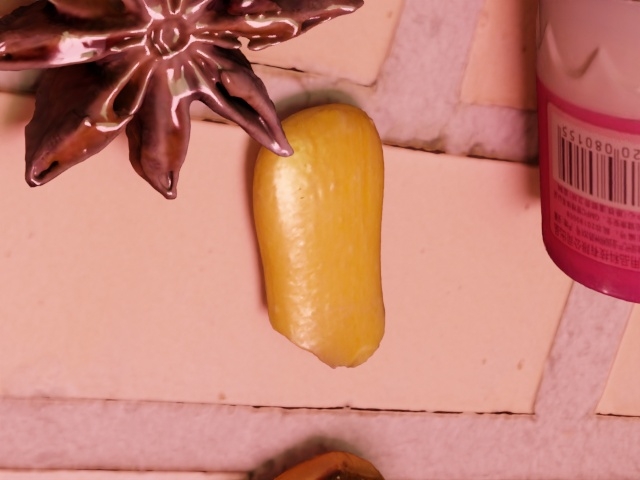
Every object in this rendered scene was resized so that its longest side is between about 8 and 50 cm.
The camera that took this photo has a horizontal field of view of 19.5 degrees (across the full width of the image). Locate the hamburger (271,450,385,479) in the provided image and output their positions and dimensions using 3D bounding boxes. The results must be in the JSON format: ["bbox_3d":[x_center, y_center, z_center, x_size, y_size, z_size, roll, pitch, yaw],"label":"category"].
[{"bbox_3d":[0.000,0.209,1.162,0.138,0.083,0.147,-33,128,-23],"label":"hamburger"}]

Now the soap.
[{"bbox_3d":[0.000,0.000,1.094,0.089,0.033,0.168,-14,119,-27],"label":"soap"}]

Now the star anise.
[{"bbox_3d":[-0.072,-0.119,0.953,0.231,0.089,0.209,2,122,-29],"label":"star anise"}]

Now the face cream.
[{"bbox_3d":[0.216,-0.083,1.111,0.175,0.175,0.194,-20,123,-26],"label":"face cream"}]
